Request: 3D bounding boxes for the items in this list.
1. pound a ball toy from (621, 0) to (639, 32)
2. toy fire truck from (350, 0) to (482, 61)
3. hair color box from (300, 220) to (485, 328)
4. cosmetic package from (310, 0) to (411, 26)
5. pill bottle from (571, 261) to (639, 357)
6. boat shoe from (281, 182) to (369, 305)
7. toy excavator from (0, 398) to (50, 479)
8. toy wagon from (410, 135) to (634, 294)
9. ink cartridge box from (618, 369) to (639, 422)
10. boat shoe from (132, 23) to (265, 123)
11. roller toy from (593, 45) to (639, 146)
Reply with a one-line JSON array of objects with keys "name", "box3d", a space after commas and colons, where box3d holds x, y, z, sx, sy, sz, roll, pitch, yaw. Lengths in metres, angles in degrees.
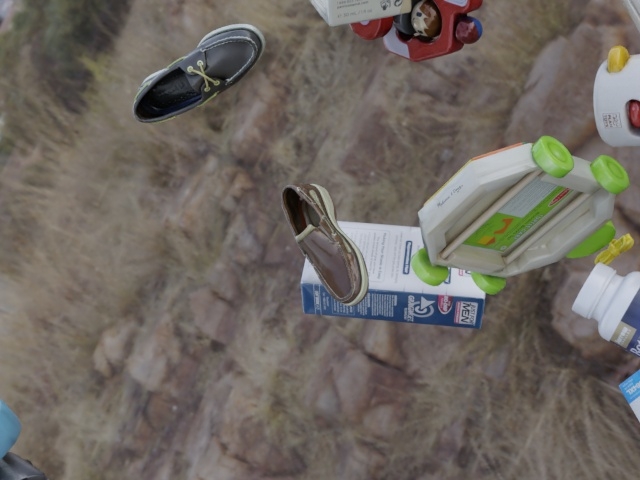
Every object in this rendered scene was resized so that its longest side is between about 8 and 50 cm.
[{"name": "pound a ball toy", "box3d": [0.450, -0.288, 1.042, 0.208, 0.319, 0.135, -32, 17, 13]}, {"name": "toy fire truck", "box3d": [0.193, -0.466, 1.735, 0.254, 0.169, 0.302, 32, 135, 40]}, {"name": "hair color box", "box3d": [0.146, 0.064, 1.857, 0.105, 0.348, 0.173, 86, -169, -48]}, {"name": "cosmetic package", "box3d": [0.031, -0.433, 1.128, 0.160, 0.113, 0.309, -117, 19, -50]}, {"name": "pill bottle", "box3d": [0.396, 0.096, 1.147, 0.094, 0.169, 0.094, -50, -22, -28]}, {"name": "boat shoe", "box3d": [-0.005, 0.005, 1.670, 0.095, 0.095, 0.257, -46, 53, 26]}, {"name": "toy excavator", "box3d": [-0.416, 0.134, 0.859, 0.222, 0.445, 0.433, 24, 62, 29]}, {"name": "toy wagon", "box3d": [0.296, -0.024, 1.313, 0.267, 0.345, 0.068, -46, 49, 37]}, {"name": "ink cartridge box", "box3d": [0.695, 0.352, 1.847, 0.086, 0.148, 0.203, -46, 46, 30]}, {"name": "boat shoe", "box3d": [-0.178, -0.235, 1.380, 0.228, 0.081, 0.068, -25, 27, 28]}, {"name": "roller toy", "box3d": [0.658, -0.294, 1.999, 0.146, 0.209, 0.191, 0, 77, 35]}]
